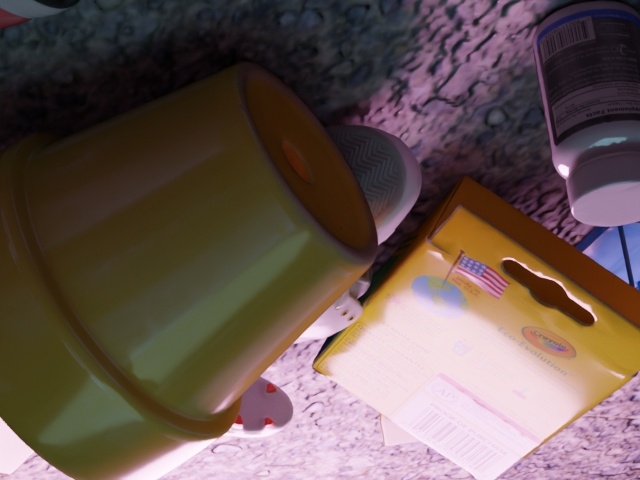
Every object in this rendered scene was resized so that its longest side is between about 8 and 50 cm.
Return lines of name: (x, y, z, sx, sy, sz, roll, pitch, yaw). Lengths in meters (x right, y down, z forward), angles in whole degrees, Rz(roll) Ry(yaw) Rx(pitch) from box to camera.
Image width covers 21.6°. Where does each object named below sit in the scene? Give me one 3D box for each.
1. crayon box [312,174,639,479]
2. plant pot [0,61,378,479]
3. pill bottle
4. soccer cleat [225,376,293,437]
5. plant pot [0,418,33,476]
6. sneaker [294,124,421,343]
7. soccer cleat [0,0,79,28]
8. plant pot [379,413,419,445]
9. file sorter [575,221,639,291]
crayon box: (0.144, 0.073, 1.400, 0.202, 0.081, 0.318, 34, 147, -4)
plant pot: (-0.101, 0.007, 1.158, 0.239, 0.254, 0.254, -34, 146, 17)
pill bottle: (0.189, -0.084, 1.121, 0.078, 0.137, 0.078, -5, 155, -2)
soccer cleat: (-0.126, 0.162, 1.659, 0.196, 0.068, 0.076, 5, 158, -6)
plant pot: (-0.295, 0.136, 1.526, 0.096, 0.109, 0.109, -32, 146, 20)
sneaker: (0.000, 0.000, 1.324, 0.292, 0.108, 0.169, -31, 159, 36)
soccer cleat: (-0.259, -0.186, 0.856, 0.116, 0.109, 0.318, -17, 155, 30)
plant pot: (0.092, 0.142, 1.647, 0.081, 0.081, 0.083, -9, 144, 8)
file sorter: (0.312, 0.050, 1.468, 0.170, 0.104, 0.118, 4, 152, -20)
